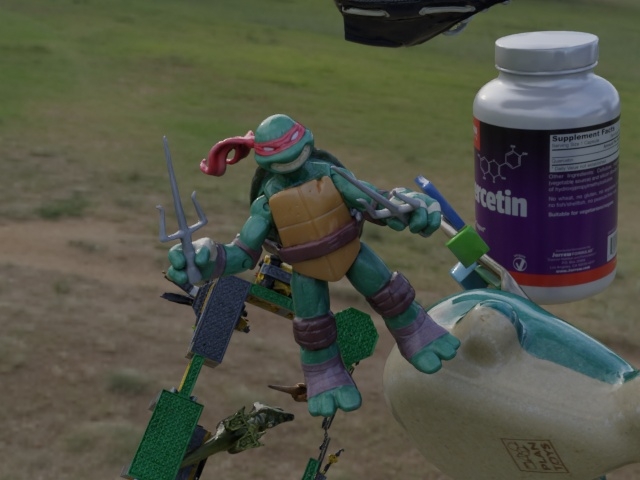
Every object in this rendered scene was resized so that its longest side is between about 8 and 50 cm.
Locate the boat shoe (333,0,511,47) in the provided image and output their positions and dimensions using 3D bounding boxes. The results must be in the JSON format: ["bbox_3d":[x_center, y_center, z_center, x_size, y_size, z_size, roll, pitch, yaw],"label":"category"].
[{"bbox_3d":[0.169,-0.300,1.204,0.340,0.127,0.158,1,-26,5],"label":"boat shoe"}]

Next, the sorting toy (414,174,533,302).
[{"bbox_3d":[0.205,0.073,1.184,0.348,0.047,0.196,47,4,-27],"label":"sorting toy"}]

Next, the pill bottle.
[{"bbox_3d":[0.285,-0.093,1.356,0.181,0.323,0.181,-4,20,1],"label":"pill bottle"}]

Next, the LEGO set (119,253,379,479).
[{"bbox_3d":[-0.089,0.192,1.222,0.255,0.331,0.192,16,-16,-10],"label":"LEGO set"}]

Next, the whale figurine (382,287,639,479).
[{"bbox_3d":[0.182,0.113,0.837,0.272,0.216,0.141,-5,38,45],"label":"whale figurine"}]

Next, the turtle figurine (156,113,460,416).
[{"bbox_3d":[0.000,0.000,0.718,0.175,0.234,0.118,-18,28,16],"label":"turtle figurine"}]
